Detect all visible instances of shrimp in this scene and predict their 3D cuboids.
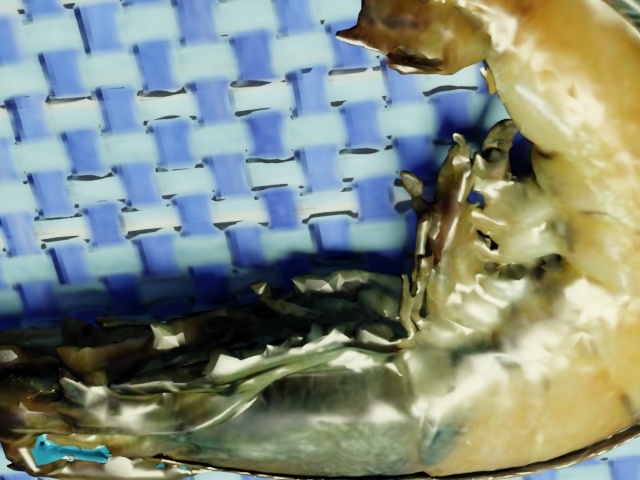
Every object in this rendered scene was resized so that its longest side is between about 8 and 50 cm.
[{"bbox_3d":[0.000,0.000,0.607,0.290,0.054,0.222,-10,128,6],"label":"shrimp"}]
